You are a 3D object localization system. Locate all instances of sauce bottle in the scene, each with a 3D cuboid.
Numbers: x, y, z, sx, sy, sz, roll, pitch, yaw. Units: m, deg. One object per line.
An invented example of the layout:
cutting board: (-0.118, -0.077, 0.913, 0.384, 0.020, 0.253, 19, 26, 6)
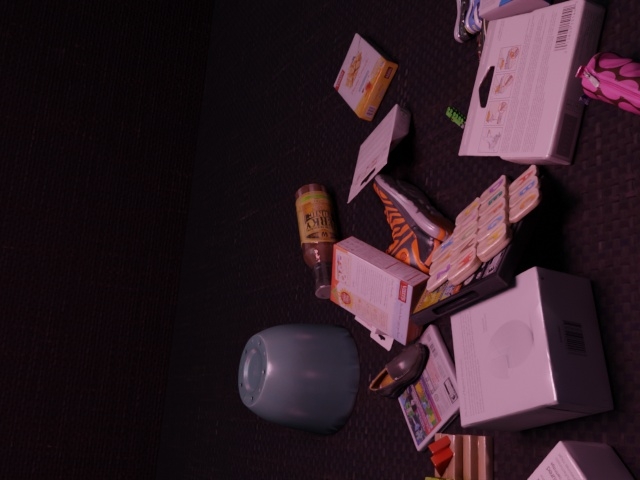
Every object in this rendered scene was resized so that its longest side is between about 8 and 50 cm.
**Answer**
sauce bottle: (0.000, 0.000, 2.032, 0.111, 0.111, 0.344, -50, 40, 43)

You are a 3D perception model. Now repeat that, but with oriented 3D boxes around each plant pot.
plant pot: (-0.073, 0.347, 1.890, 0.293, 0.235, 0.293, -35, 49, 53)

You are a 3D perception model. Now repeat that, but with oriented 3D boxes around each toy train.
toy train: (0.308, -0.278, 1.648, 0.083, 0.017, 0.024, -119, 38, -52)

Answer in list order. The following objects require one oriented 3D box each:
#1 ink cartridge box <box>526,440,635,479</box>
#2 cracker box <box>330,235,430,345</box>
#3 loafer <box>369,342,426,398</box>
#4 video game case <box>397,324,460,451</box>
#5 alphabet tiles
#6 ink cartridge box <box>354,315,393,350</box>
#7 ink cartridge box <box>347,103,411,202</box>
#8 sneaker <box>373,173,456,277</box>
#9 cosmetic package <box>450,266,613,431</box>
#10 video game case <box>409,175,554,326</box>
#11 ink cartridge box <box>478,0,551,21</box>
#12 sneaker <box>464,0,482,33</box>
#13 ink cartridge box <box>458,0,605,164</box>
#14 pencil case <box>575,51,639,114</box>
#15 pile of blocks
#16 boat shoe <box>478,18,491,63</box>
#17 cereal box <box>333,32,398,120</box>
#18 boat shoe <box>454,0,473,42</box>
ink cartridge box: (0.376, 0.474, 1.103, 0.278, 0.117, 0.201, -63, 31, 28)
cracker box: (0.128, 0.108, 1.618, 0.232, 0.067, 0.156, 30, 129, 37)
loafer: (0.169, 0.285, 1.585, 0.170, 0.061, 0.062, -60, 32, 30)
video game case: (0.229, 0.314, 1.557, 0.183, 0.023, 0.201, -58, 34, 33)
alphabet tiles: (0.302, -0.026, 1.377, 0.278, 0.021, 0.284, -43, 10, 28)
ink cartridge box: (0.143, 0.160, 1.738, 0.104, 0.061, 0.181, 31, 107, 62)
ink cartridge box: (0.149, -0.207, 1.817, 0.181, 0.056, 0.225, -47, 24, 45)
sneaker: (0.180, -0.022, 1.674, 0.180, 0.124, 0.321, -65, 30, 22)
cosmetic package: (0.350, 0.194, 1.244, 0.224, 0.138, 0.224, -35, 49, 51)
video game case: (0.301, 0.022, 1.366, 0.248, 0.035, 0.275, -37, 15, 52)
ink cartridge box: (0.407, -0.561, 1.500, 0.139, 0.082, 0.191, -7, 72, 62)
sneaker: (0.361, -0.533, 1.614, 0.059, 0.053, 0.144, 9, 95, 61)
ink cartridge box: (0.404, -0.298, 1.418, 0.261, 0.066, 0.296, 14, 92, 63)
pencil case: (0.508, -0.238, 1.159, 0.209, 0.098, 0.095, 48, 121, 57)
pile of blocks: (0.222, 0.530, 1.383, 0.149, 0.112, 0.362, 25, 102, 62)
boat shoe: (0.359, -0.437, 1.568, 0.042, 0.049, 0.133, -9, 82, 57)
cereal box: (0.121, -0.461, 2.045, 0.173, 0.047, 0.240, -65, 30, 24)
boat shoe: (0.338, -0.523, 1.662, 0.040, 0.049, 0.142, 9, 94, 57)
